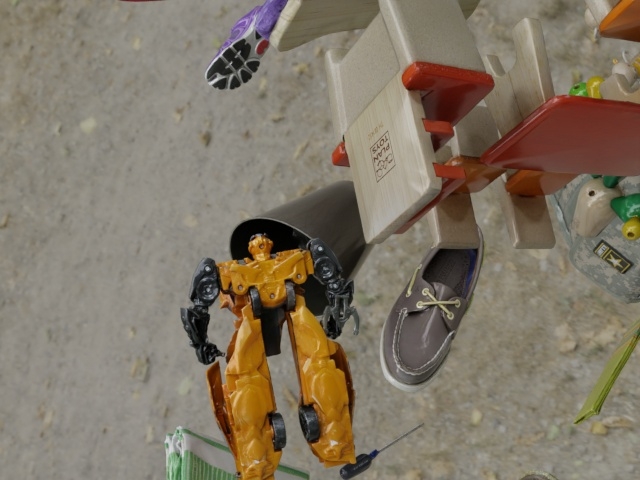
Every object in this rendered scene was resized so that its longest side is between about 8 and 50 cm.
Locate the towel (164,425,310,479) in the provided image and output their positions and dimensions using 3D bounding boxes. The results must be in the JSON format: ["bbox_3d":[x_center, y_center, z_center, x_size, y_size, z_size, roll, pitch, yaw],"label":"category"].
[{"bbox_3d":[-0.079,0.396,1.096,0.038,0.248,0.324,-41,39,25],"label":"towel"}]

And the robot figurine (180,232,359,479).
[{"bbox_3d":[-0.054,0.136,1.080,0.085,0.211,0.291,175,86,-74],"label":"robot figurine"}]

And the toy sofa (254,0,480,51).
[{"bbox_3d":[0.051,-0.312,0.865,0.150,0.363,0.177,49,132,18],"label":"toy sofa"}]

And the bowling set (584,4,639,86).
[{"bbox_3d":[0.564,-0.431,1.576,0.200,0.154,0.287,-35,83,53],"label":"bowling set"}]

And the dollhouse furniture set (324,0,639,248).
[{"bbox_3d":[0.139,-0.069,0.571,0.262,0.259,0.135,-44,51,53],"label":"dollhouse furniture set"}]

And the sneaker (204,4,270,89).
[{"bbox_3d":[-0.125,-0.309,1.443,0.170,0.068,0.071,-51,39,-14],"label":"sneaker"}]

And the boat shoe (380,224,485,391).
[{"bbox_3d":[0.185,0.095,1.445,0.324,0.117,0.096,-58,-8,-40],"label":"boat shoe"}]

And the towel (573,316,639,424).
[{"bbox_3d":[0.542,0.235,1.658,0.021,0.102,0.237,34,67,12],"label":"towel"}]

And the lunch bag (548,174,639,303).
[{"bbox_3d":[0.508,-0.052,1.512,0.235,0.169,0.287,95,163,-66],"label":"lunch bag"}]

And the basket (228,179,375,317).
[{"bbox_3d":[0.000,0.000,1.454,0.204,0.227,0.154,29,125,18],"label":"basket"}]

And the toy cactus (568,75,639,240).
[{"bbox_3d":[0.311,-0.065,0.974,0.219,0.112,0.180,56,154,31],"label":"toy cactus"}]

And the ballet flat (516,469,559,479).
[{"bbox_3d":[0.310,0.407,0.948,0.123,0.123,0.348,-39,59,29],"label":"ballet flat"}]

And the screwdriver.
[{"bbox_3d":[0.092,0.305,1.333,0.025,0.170,0.024,41,138,25],"label":"screwdriver"}]
